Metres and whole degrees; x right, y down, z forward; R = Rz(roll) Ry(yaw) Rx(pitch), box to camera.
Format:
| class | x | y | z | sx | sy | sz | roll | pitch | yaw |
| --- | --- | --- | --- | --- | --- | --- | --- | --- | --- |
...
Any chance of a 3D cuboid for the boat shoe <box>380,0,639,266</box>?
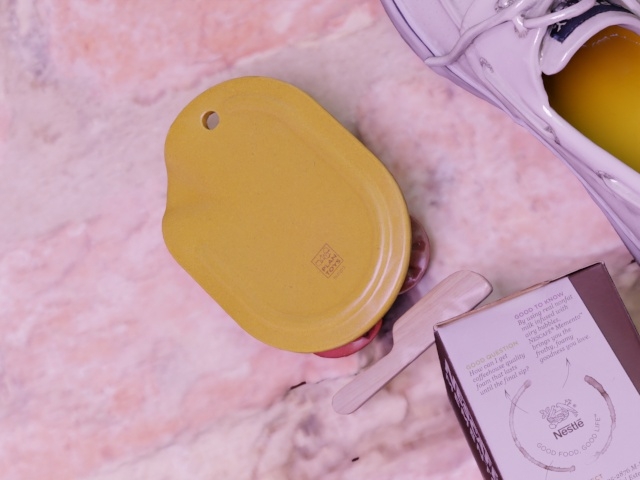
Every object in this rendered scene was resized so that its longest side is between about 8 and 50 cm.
| class | x | y | z | sx | sy | sz | roll | pitch | yaw |
| --- | --- | --- | --- | --- | --- | --- | --- | --- | --- |
| boat shoe | 0.148 | -0.114 | 1.099 | 0.136 | 0.156 | 0.367 | -34 | 69 | -8 |

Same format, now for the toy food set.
| class | x | y | z | sx | sy | sz | roll | pitch | yaw |
| --- | --- | --- | --- | --- | --- | --- | --- | --- | --- |
| toy food set | 0.000 | 0.000 | 1.125 | 0.218 | 0.071 | 0.128 | 46 | 103 | 22 |

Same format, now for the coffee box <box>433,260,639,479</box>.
| class | x | y | z | sx | sy | sz | roll | pitch | yaw |
| --- | --- | --- | --- | --- | --- | --- | --- | --- | --- |
| coffee box | 0.153 | 0.153 | 1.002 | 0.098 | 0.141 | 0.246 | -22 | 68 | -2 |
